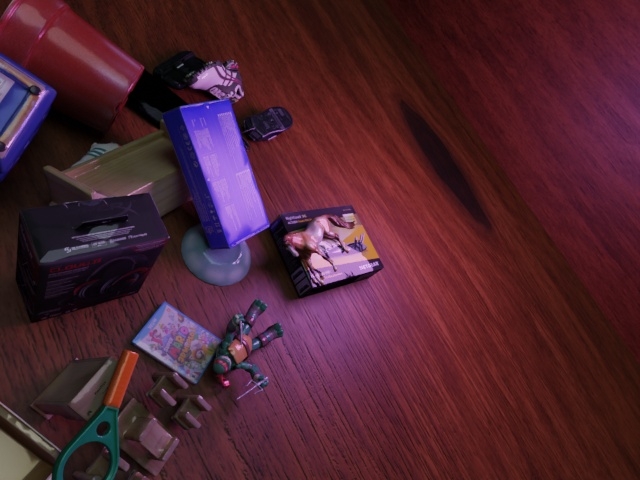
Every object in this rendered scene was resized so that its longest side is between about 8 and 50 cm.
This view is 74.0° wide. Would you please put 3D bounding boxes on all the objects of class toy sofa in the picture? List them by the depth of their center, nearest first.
[{"bbox_3d":[-0.456,-0.145,1.046,0.150,0.177,0.362,28,43,15],"label":"toy sofa"}]

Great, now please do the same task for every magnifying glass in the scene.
[{"bbox_3d":[-0.351,0.295,0.689,0.092,0.026,0.231,37,53,-39],"label":"magnifying glass"}]

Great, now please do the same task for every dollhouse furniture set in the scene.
[{"bbox_3d":[-0.377,0.336,0.793,0.242,0.161,0.212,56,41,-23],"label":"dollhouse furniture set"}]

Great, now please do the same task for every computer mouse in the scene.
[{"bbox_3d":[-0.229,-0.408,1.441,0.262,0.060,0.184,-39,92,-34],"label":"computer mouse"}]

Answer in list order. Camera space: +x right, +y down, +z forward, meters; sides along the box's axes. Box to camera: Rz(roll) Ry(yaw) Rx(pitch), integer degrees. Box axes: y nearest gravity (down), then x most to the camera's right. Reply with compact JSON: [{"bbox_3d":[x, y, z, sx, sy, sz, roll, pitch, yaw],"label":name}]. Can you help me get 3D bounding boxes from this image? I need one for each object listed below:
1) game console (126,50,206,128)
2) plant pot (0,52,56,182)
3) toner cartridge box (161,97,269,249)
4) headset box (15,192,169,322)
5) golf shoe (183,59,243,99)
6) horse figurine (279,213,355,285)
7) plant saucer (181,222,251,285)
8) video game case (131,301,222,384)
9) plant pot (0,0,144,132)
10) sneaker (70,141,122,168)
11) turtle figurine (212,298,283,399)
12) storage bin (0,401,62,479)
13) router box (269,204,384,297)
[{"bbox_3d":[-0.467,-0.495,1.332,0.213,0.044,0.361,39,46,-11],"label":"game console"},{"bbox_3d":[-0.670,-0.254,0.808,0.236,0.212,0.236,36,64,-39],"label":"plant pot"},{"bbox_3d":[-0.255,-0.167,1.076,0.165,0.075,0.348,-35,114,-51],"label":"toner cartridge box"},{"bbox_3d":[-0.440,0.027,0.814,0.218,0.293,0.110,-16,71,-43],"label":"headset box"},{"bbox_3d":[-0.328,-0.510,1.374,0.120,0.105,0.273,67,29,-16],"label":"golf shoe"},{"bbox_3d":[0.000,0.000,1.209,0.174,0.066,0.263,47,47,-9],"label":"horse figurine"},{"bbox_3d":[-0.267,0.024,1.128,0.195,0.037,0.195,19,51,-25],"label":"plant saucer"},{"bbox_3d":[-0.320,0.230,0.962,0.166,0.015,0.119,38,46,-10],"label":"video game case"},{"bbox_3d":[-0.603,-0.419,1.038,0.265,0.272,0.272,30,47,-27],"label":"plant pot"},{"bbox_3d":[-0.560,-0.202,1.060,0.075,0.057,0.161,36,45,12],"label":"sneaker"},{"bbox_3d":[-0.178,0.244,0.984,0.234,0.118,0.175,-49,125,-59],"label":"turtle figurine"},{"bbox_3d":[-0.571,0.362,0.607,0.260,0.123,0.262,42,44,-5],"label":"storage bin"},{"bbox_3d":[0.023,0.023,1.315,0.308,0.081,0.243,-11,68,-41],"label":"router box"}]
